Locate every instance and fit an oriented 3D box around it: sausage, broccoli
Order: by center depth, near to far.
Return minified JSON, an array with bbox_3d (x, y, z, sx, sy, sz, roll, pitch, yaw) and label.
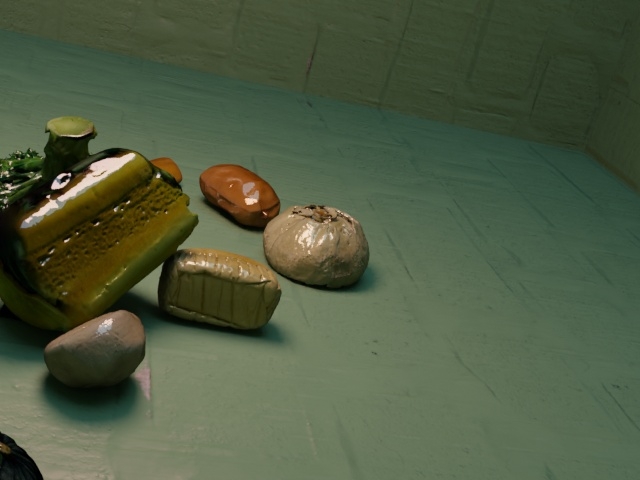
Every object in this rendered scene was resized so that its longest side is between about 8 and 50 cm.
[{"bbox_3d":[-0.545,-0.115,1.899,0.297,0.297,0.297,10,35,-7],"label":"broccoli"},{"bbox_3d":[-0.204,-0.117,2.383,0.241,0.120,0.136,31,41,34],"label":"sausage"}]

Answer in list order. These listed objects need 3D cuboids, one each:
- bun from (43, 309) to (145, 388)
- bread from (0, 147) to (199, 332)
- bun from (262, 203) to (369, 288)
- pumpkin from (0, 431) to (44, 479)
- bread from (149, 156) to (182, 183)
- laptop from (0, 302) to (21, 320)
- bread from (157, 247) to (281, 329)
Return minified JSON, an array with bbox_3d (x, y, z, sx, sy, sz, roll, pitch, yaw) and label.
[{"bbox_3d":[-0.359,0.186,1.537,0.166,0.113,0.173,-20,6,44],"label":"bun"},{"bbox_3d":[-0.430,-0.006,1.700,0.208,0.251,0.376,-13,23,44],"label":"bread"},{"bbox_3d":[0.000,0.000,2.199,0.259,0.152,0.259,14,19,-5],"label":"bun"},{"bbox_3d":[-0.428,0.305,1.153,0.194,0.150,0.194,22,25,-11],"label":"pumpkin"},{"bbox_3d":[-0.448,-0.166,2.399,0.092,0.074,0.239,19,21,22],"label":"bread"},{"bbox_3d":[-0.515,0.109,1.761,0.135,0.016,0.197,13,23,-8],"label":"laptop"},{"bbox_3d":[-0.200,0.094,1.841,0.236,0.140,0.106,13,19,-12],"label":"bread"}]
